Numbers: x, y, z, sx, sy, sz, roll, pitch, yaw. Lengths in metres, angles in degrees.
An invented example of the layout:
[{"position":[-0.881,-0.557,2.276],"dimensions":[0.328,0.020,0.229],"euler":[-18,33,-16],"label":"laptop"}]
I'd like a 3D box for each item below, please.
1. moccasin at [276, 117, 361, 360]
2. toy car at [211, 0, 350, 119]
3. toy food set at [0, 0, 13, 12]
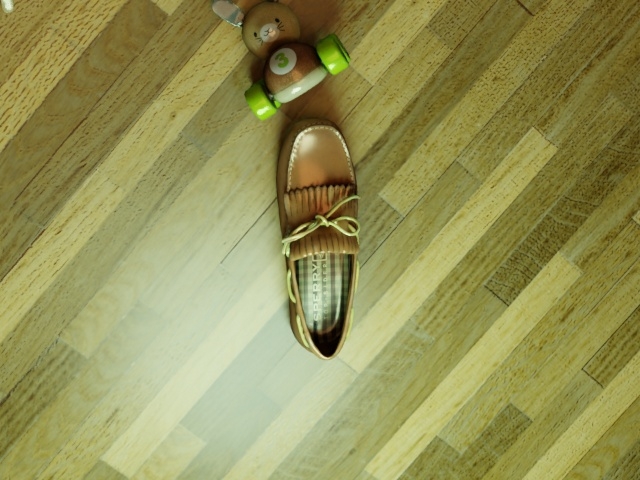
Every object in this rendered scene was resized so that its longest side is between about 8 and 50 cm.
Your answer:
[{"position":[-0.003,0.000,1.955],"dimensions":[0.139,0.147,0.380],"euler":[1,106,-12],"label":"moccasin"},{"position":[-0.070,-0.301,1.863],"dimensions":[0.155,0.149,0.188],"euler":[-31,99,9],"label":"toy car"},{"position":[-0.536,-0.364,1.783],"dimensions":[0.192,0.038,0.132],"euler":[-15,129,-20],"label":"toy food set"}]
